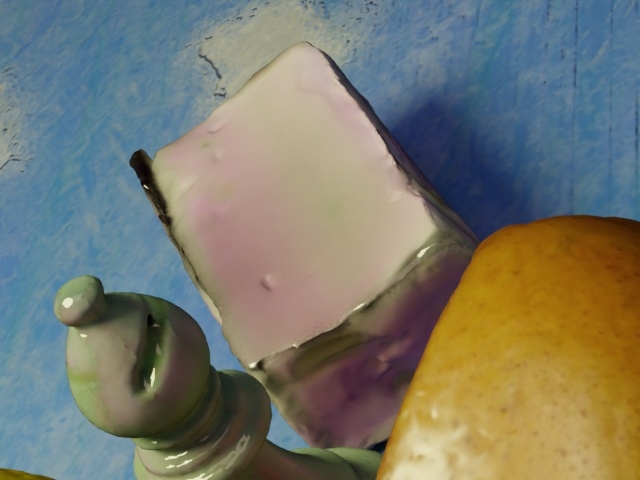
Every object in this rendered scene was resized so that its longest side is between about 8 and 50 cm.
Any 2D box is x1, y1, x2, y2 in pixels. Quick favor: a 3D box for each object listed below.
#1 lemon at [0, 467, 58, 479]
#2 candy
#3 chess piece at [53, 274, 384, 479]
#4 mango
[{"bbox_3d":[-0.192,0.262,0.906,0.336,0.336,0.336,-22,39,20],"label":"lemon"},{"bbox_3d":[0.000,0.000,1.183,0.155,0.116,0.265,-36,36,1],"label":"candy"},{"bbox_3d":[-0.050,0.109,0.980,0.139,0.271,0.139,-21,41,19],"label":"chess piece"},{"bbox_3d":[0.121,0.147,0.877,0.199,0.201,0.350,-44,34,45],"label":"mango"}]
